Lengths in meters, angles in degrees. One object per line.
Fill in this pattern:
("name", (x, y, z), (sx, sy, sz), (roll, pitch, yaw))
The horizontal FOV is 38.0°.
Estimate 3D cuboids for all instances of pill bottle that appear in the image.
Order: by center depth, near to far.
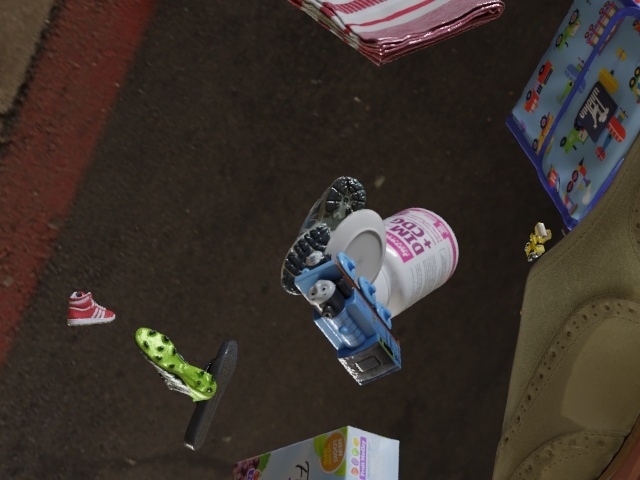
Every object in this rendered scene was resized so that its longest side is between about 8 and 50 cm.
("pill bottle", (0.115, 0.051, 1.650), (0.283, 0.160, 0.160), (-27, 137, -51))

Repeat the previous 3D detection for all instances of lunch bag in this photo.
("lunch bag", (0.331, -0.145, 1.030), (0.138, 0.293, 0.220), (21, 119, -9))

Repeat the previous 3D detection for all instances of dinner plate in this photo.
("dinner plate", (0.051, 0.026, 1.282), (0.141, 0.017, 0.141), (-24, 124, -42))

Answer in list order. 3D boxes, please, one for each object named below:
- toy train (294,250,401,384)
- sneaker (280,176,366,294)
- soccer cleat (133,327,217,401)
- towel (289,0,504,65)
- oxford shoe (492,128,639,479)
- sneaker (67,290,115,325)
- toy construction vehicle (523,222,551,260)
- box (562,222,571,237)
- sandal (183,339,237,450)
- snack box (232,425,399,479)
("toy train", (0.037, 0.096, 1.195), (0.080, 0.105, 0.184), (-26, 122, 16))
("sneaker", (0.000, 0.000, 1.981), (0.110, 0.122, 0.283), (36, 71, -11))
("soccer cleat", (-0.258, 0.219, 1.594), (0.179, 0.060, 0.072), (43, 131, -19))
("towel", (0.090, -0.392, 1.447), (0.237, 0.329, 0.037), (-26, 137, -23))
("oxford shoe", (0.165, 0.093, 0.509), (0.141, 0.146, 0.396), (11, 117, -32))
("sneaker", (-0.454, 0.132, 1.844), (0.118, 0.042, 0.066), (-1, 90, -60))
("toy construction vehicle", (0.351, 0.021, 1.444), (0.035, 0.085, 0.098), (-8, 149, -4))
("box", (0.461, -0.067, 1.325), (0.153, 0.108, 0.207), (17, 106, -2))
("sandal", (-0.252, 0.332, 2.044), (0.097, 0.055, 0.254), (63, 47, -68))
("snack box", (-0.015, 0.289, 0.899), (0.070, 0.174, 0.207), (23, 146, -31))
